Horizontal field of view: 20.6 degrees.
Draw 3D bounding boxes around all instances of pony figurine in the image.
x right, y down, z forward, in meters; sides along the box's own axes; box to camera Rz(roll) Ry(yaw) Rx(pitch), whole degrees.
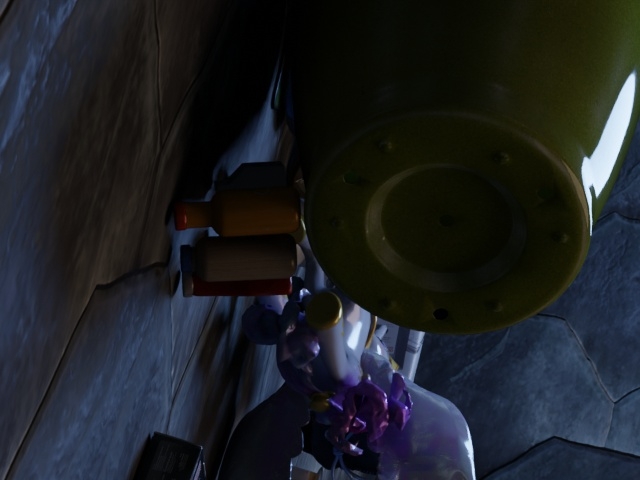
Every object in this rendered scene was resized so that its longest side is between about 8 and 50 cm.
[{"bbox_3d":[0.019,0.147,1.947,0.363,0.303,0.351,71,22,-47],"label":"pony figurine"}]

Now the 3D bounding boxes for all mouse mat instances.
[{"bbox_3d":[-0.017,-0.210,1.863,0.190,0.007,0.152,-23,126,-81],"label":"mouse mat"}]

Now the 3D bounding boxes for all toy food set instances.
[{"bbox_3d":[-0.081,-0.009,1.567,0.232,0.105,0.111,-127,-145,-78],"label":"toy food set"}]

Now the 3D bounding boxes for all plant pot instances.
[{"bbox_3d":[0.123,-0.112,1.575,0.353,0.367,0.366,-76,175,-51],"label":"plant pot"}]

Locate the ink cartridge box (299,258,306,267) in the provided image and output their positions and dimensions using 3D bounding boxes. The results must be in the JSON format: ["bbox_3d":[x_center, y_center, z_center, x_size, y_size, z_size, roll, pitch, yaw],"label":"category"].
[{"bbox_3d":[0.000,0.000,2.176,0.083,0.048,0.028,-68,169,-50],"label":"ink cartridge box"}]

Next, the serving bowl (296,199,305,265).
[{"bbox_3d":[-0.024,-0.005,2.080,0.083,0.027,0.083,15,90,-82],"label":"serving bowl"}]

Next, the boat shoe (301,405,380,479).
[{"bbox_3d":[0.025,0.253,2.169,0.089,0.258,0.109,-15,98,-33],"label":"boat shoe"}]

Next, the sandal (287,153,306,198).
[{"bbox_3d":[0.021,-0.142,2.023,0.219,0.060,0.090,-62,144,-15],"label":"sandal"}]

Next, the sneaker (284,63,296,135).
[{"bbox_3d":[0.013,-0.190,1.799,0.069,0.082,0.209,-67,169,-56],"label":"sneaker"}]

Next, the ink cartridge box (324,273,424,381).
[{"bbox_3d":[0.065,0.108,2.414,0.092,0.159,0.217,-39,142,-80],"label":"ink cartridge box"}]

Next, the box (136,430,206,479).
[{"bbox_3d":[-0.159,0.312,1.614,0.175,0.051,0.220,90,16,-59],"label":"box"}]

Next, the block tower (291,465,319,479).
[{"bbox_3d":[-0.093,0.429,2.121,0.091,0.097,0.335,56,50,-79],"label":"block tower"}]
